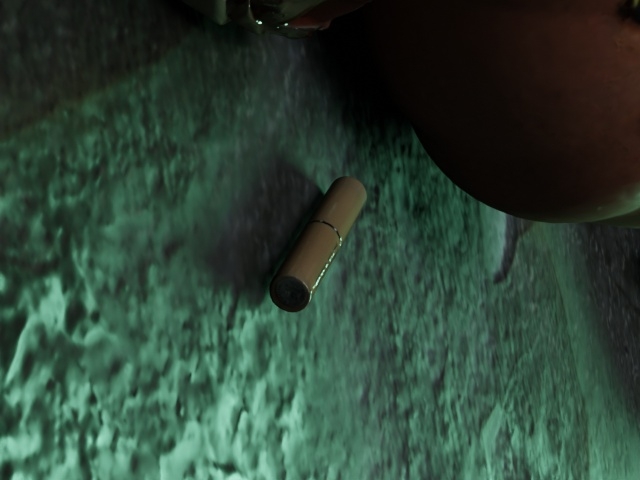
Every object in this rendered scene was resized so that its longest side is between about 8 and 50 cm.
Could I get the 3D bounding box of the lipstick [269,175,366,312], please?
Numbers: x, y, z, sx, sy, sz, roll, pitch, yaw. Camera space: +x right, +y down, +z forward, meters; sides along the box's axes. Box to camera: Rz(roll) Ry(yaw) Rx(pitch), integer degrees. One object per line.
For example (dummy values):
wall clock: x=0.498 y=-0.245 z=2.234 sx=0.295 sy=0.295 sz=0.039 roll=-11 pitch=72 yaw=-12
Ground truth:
lipstick: x=0.000 y=0.000 z=0.678 sx=0.019 sy=0.019 sz=0.094 roll=66 pitch=26 yaw=-20

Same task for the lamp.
lamp: x=0.144 y=-0.159 z=0.813 sx=0.305 sy=0.240 sz=0.305 roll=-19 pitch=124 yaw=-30

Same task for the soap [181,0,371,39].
soap: x=0.017 y=-0.225 z=0.630 sx=0.098 sy=0.218 sz=0.273 roll=14 pitch=67 yaw=-46
